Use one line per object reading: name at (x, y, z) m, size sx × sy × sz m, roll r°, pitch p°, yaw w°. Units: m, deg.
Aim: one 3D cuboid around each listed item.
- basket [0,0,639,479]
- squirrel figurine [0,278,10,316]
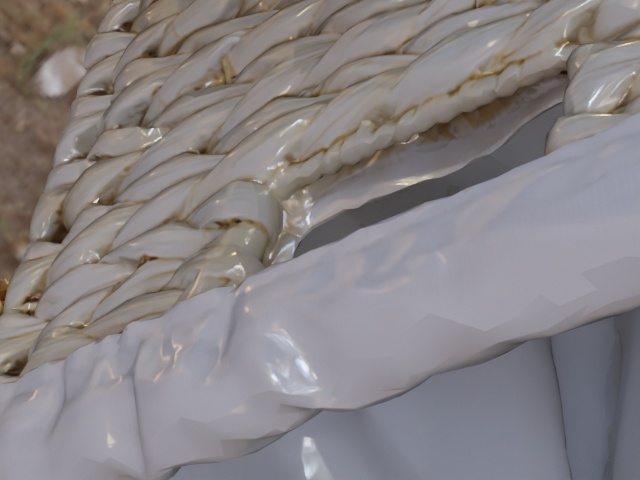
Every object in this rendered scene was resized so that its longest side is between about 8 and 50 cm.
basket at (0.123, 0.003, 0.507) m, size 0.331 × 0.328 × 0.266 m, roll 35°, pitch 47°, yaw -35°
squirrel figurine at (-0.238, 0.064, 0.895) m, size 0.397 × 0.370 × 0.281 m, roll 23°, pitch 40°, yaw 16°
